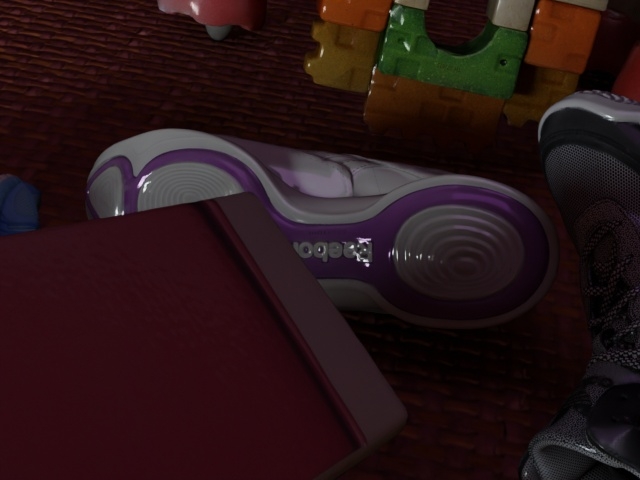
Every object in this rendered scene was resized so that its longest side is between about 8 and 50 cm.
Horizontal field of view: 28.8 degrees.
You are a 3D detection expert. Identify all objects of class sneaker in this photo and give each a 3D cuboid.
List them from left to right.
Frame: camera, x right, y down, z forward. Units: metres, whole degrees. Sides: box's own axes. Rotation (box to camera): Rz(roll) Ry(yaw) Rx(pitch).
[{"bbox_3d":[-0.183,0.020,0.752,0.073,0.063,0.162,18,31,-17],"label":"sneaker"},{"bbox_3d":[0.000,0.000,0.795,0.305,0.114,0.152,10,4,14],"label":"sneaker"},{"bbox_3d":[0.157,0.049,0.637,0.153,0.101,0.269,-21,73,-27],"label":"sneaker"}]

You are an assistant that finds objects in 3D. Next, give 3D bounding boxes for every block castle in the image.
[{"bbox_3d":[0.103,-0.211,1.060,0.453,0.213,0.303,12,17,-5],"label":"block castle"}]

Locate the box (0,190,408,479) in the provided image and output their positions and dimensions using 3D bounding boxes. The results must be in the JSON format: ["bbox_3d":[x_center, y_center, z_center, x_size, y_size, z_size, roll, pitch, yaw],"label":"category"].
[{"bbox_3d":[-0.095,0.081,0.460,0.127,0.148,0.232,56,25,9],"label":"box"}]
